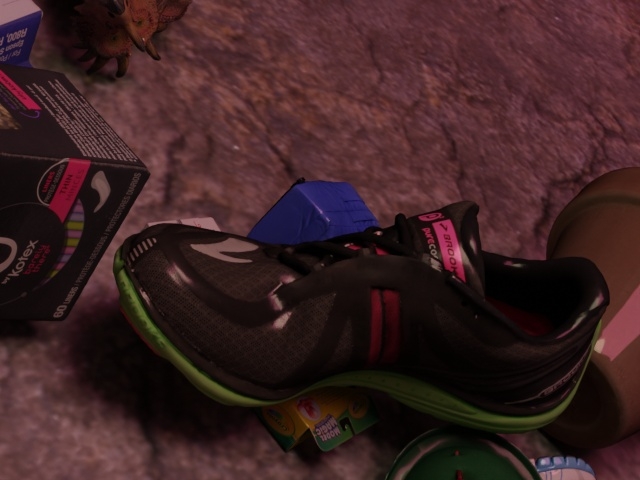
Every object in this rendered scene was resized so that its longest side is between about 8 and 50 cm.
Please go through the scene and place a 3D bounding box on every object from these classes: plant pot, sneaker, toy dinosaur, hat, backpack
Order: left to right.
[{"bbox_3d":[-0.187,-0.258,1.844,0.200,0.127,0.296,51,32,13],"label":"toy dinosaur"},{"bbox_3d":[0.000,0.000,1.774,0.101,0.098,0.120,55,25,11],"label":"backpack"},{"bbox_3d":[0.043,0.038,1.589,0.483,0.202,0.185,8,40,-31],"label":"sneaker"},{"bbox_3d":[0.154,0.229,1.560,0.173,0.183,0.208,36,60,-4],"label":"hat"},{"bbox_3d":[0.187,0.250,1.721,0.191,0.071,0.083,2,58,-32],"label":"sneaker"},{"bbox_3d":[0.307,0.093,1.875,0.263,0.263,0.229,46,53,5],"label":"plant pot"}]

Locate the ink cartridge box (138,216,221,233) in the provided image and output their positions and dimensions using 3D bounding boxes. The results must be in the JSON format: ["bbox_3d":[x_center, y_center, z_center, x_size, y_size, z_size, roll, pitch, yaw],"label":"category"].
[{"bbox_3d":[-0.126,0.007,1.699,0.083,0.028,0.048,-7,58,-47],"label":"ink cartridge box"}]

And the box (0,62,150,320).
[{"bbox_3d":[-0.298,-0.043,1.426,0.270,0.165,0.143,4,35,-48],"label":"box"}]

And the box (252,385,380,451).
[{"bbox_3d":[-0.032,0.115,1.665,0.179,0.043,0.105,49,35,14],"label":"box"}]

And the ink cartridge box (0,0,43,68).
[{"bbox_3d":[-0.402,-0.200,1.620,0.330,0.071,0.324,45,35,6],"label":"ink cartridge box"}]
